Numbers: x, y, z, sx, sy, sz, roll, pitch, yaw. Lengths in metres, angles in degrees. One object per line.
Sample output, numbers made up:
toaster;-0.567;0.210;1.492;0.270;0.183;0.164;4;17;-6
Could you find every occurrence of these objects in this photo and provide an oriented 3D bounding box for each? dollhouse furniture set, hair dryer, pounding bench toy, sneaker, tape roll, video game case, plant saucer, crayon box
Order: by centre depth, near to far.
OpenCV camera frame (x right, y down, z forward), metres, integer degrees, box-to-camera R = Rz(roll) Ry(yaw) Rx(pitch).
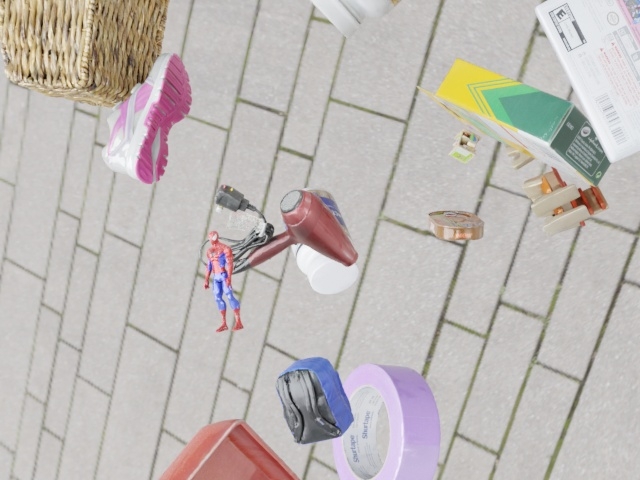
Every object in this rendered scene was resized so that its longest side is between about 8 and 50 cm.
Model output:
plant saucer;-0.146;0.329;0.802;0.047;0.258;0.259;29;69;30
video game case;0.389;-0.228;0.855;0.193;0.023;0.212;-26;85;15
sneaker;-0.306;-0.219;1.249;0.111;0.103;0.252;7;64;21
crayon box;0.354;-0.226;1.325;0.323;0.203;0.083;37;100;44
hair dryer;-0.067;-0.011;1.345;0.293;0.080;0.224;12;141;-7
tape roll;0.127;0.391;1.475;0.275;0.090;0.275;-33;52;56
dollhouse furniture set;0.499;-0.135;1.528;0.135;0.259;0.262;-27;47;19
pounding bench toy;0.364;-0.242;1.789;0.052;0.065;0.083;27;154;-9

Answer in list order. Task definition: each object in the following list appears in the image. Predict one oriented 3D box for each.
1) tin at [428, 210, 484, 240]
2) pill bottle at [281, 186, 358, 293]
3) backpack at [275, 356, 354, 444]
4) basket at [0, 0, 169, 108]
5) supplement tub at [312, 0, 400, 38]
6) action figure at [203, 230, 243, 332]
tin;0.297;-0.034;1.604;0.106;0.190;0.040;3;103;-2
pill bottle;0.000;0.000;1.859;0.153;0.153;0.265;-46;43;25
backpack;-0.012;0.243;1.140;0.098;0.101;0.120;-22;96;25
basket;-0.427;-0.401;1.319;0.213;0.223;0.299;9;93;20
supplement tub;0.091;-0.510;1.177;0.316;0.228;0.228;-43;72;12
action figure;-0.113;0.046;0.824;0.038;0.030;0.115;-9;90;32
